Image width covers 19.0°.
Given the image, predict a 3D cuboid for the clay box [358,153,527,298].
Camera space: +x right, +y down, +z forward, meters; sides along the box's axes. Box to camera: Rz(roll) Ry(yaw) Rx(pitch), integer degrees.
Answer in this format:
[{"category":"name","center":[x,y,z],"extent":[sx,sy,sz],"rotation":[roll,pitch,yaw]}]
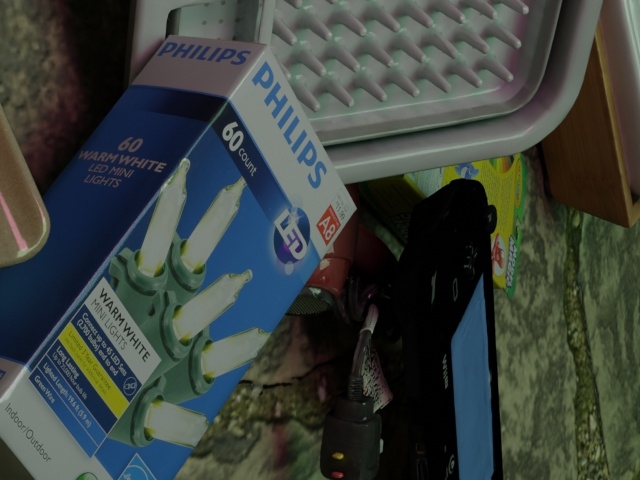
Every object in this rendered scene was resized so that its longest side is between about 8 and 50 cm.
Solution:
[{"category":"clay box","center":[0.097,-0.051,1.471],"extent":[0.222,0.053,0.127],"rotation":[46,47,-52]}]

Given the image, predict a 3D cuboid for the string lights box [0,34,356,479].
[{"category":"string lights box","center":[-0.096,0.027,1.013],"extent":[0.259,0.077,0.133],"rotation":[-56,136,-28]}]

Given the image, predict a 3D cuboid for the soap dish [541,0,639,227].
[{"category":"soap dish","center":[0.283,-0.168,1.767],"extent":[0.291,0.118,0.228],"rotation":[-43,124,-56]}]

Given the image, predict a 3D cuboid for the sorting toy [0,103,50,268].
[{"category":"sorting toy","center":[-0.202,-0.066,0.789],"extent":[0.196,0.047,0.347],"rotation":[-14,77,-56]}]

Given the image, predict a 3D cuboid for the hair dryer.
[{"category":"hair dryer","center":[0.000,0.000,1.294],"extent":[0.223,0.080,0.293],"rotation":[-66,150,-67]}]

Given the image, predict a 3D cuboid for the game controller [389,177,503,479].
[{"category":"game controller","center":[0.096,0.120,1.366],"extent":[0.166,0.067,0.319],"rotation":[-73,159,-60]}]

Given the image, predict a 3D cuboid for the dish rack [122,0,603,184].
[{"category":"dish rack","center":[0.028,-0.170,1.142],"extent":[0.333,0.072,0.285],"rotation":[-10,126,-29]}]
